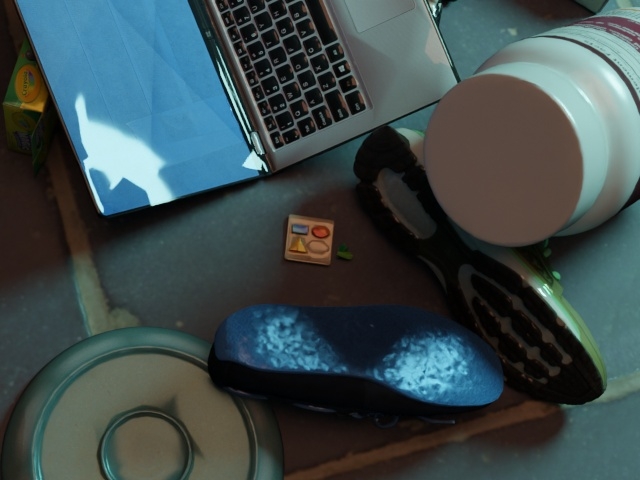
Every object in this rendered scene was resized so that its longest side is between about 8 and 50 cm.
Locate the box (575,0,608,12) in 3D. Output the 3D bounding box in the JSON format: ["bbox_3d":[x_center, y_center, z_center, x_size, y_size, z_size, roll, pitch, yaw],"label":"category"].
[{"bbox_3d":[0.382,-0.450,1.876,0.148,0.127,0.232,33,67,4],"label":"box"}]

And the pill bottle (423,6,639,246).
[{"bbox_3d":[0.294,-0.133,1.596,0.224,0.224,0.392,50,37,11],"label":"pill bottle"}]

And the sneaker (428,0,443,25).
[{"bbox_3d":[0.099,-0.300,1.744,0.110,0.107,0.275,11,101,7],"label":"sneaker"}]

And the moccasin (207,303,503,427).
[{"bbox_3d":[0.037,0.136,1.592,0.342,0.117,0.137,13,57,-16],"label":"moccasin"}]

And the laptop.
[{"bbox_3d":[-0.105,-0.275,1.616,0.408,0.236,0.382,-23,86,12],"label":"laptop"}]

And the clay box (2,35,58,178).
[{"bbox_3d":[-0.329,-0.198,1.653,0.053,0.127,0.222,15,67,-3],"label":"clay box"}]

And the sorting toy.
[{"bbox_3d":[0.000,0.000,1.696,0.083,0.012,0.062,8,68,-6],"label":"sorting toy"}]

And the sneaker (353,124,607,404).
[{"bbox_3d":[0.229,0.006,1.675,0.182,0.158,0.410,-31,81,-36],"label":"sneaker"}]

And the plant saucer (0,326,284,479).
[{"bbox_3d":[-0.195,0.241,1.553,0.318,0.043,0.317,3,68,-8],"label":"plant saucer"}]
